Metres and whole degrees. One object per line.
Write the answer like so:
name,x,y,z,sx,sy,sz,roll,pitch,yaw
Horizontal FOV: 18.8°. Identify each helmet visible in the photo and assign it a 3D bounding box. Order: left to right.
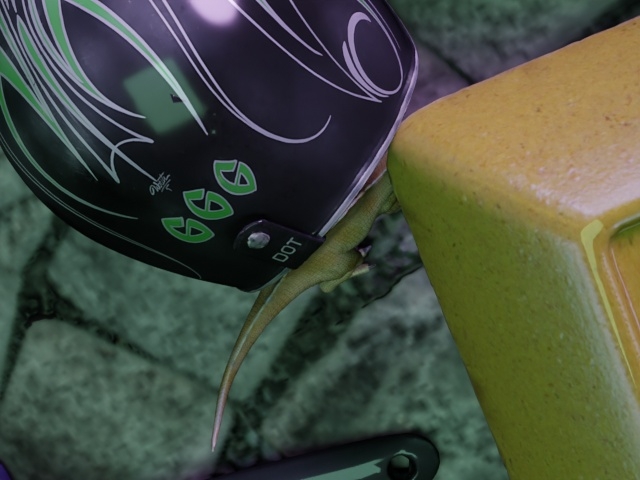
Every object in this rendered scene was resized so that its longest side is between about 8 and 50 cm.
helmet,-0.059,-0.073,0.789,0.161,0.169,0.169,36,108,-15

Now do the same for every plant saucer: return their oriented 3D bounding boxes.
plant saucer,0.238,0.047,0.780,0.332,0.081,0.333,-23,102,-3

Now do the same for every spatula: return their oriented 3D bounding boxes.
spatula,-0.088,0.131,0.917,0.296,0.030,0.084,-11,105,10

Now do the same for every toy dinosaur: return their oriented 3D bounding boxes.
toy dinosaur,0.000,0.000,0.832,0.053,0.092,0.183,41,103,0
